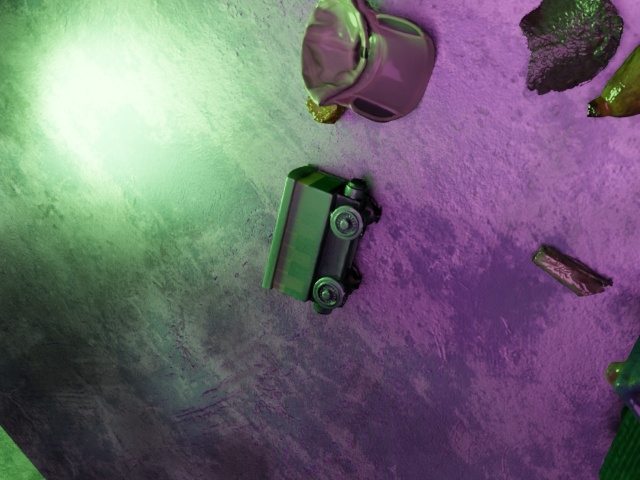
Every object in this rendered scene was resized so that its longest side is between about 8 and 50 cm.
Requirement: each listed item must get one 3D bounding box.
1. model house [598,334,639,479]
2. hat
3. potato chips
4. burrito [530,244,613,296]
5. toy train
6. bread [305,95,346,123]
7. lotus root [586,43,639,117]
[{"bbox_3d":[0.652,0.309,1.217,0.342,0.334,0.382,23,121,26],"label":"model house"},{"bbox_3d":[0.090,-0.346,1.350,0.225,0.164,0.220,11,114,-23],"label":"hat"},{"bbox_3d":[0.418,-0.364,1.206,0.167,0.059,0.229,0,108,34],"label":"potato chips"},{"bbox_3d":[0.464,0.061,1.344,0.149,0.041,0.055,32,105,10],"label":"burrito"},{"bbox_3d":[0.000,0.000,1.485,0.202,0.120,0.301,23,115,17],"label":"toy train"},{"bbox_3d":[0.011,-0.269,1.425,0.081,0.046,0.083,23,118,21],"label":"bread"},{"bbox_3d":[0.525,-0.260,1.180,0.190,0.094,0.108,-39,67,38],"label":"lotus root"}]
